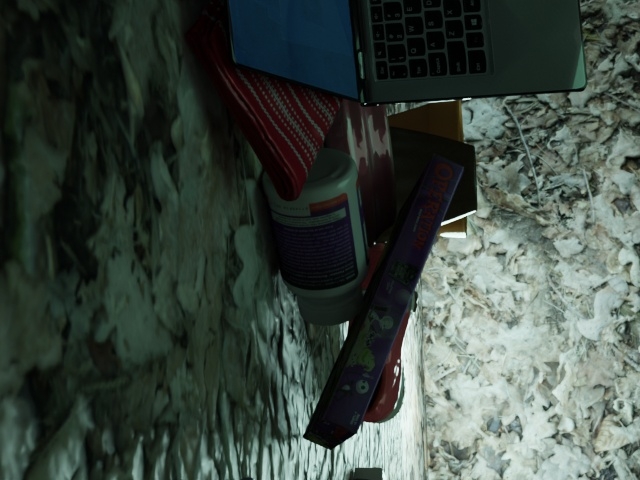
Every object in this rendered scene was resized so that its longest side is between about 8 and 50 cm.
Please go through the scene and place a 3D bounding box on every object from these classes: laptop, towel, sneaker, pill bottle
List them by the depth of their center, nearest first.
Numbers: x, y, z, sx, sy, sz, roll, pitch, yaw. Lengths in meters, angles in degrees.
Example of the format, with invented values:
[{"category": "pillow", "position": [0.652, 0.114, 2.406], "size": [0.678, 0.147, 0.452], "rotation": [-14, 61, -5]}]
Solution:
[{"category": "laptop", "position": [0.096, -0.345, 0.868], "size": [0.236, 0.408, 0.381], "rotation": [163, -78, -83]}, {"category": "towel", "position": [-0.027, -0.195, 0.875], "size": [0.199, 0.031, 0.274], "rotation": [60, 37, -35]}, {"category": "pill bottle", "position": [0.000, 0.000, 1.019], "size": [0.108, 0.108, 0.193], "rotation": [-76, 160, -56]}, {"category": "sneaker", "position": [0.097, 0.154, 1.460], "size": [0.136, 0.116, 0.313], "rotation": [10, 79, -76]}]

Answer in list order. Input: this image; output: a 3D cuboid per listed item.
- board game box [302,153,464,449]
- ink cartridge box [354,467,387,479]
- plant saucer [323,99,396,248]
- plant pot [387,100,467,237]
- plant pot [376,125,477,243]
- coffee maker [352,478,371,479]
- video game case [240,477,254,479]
[{"category": "board game box", "position": [0.075, 0.083, 1.085], "size": [0.208, 0.056, 0.346], "rotation": [99, 15, -70]}, {"category": "ink cartridge box", "position": [0.090, 0.456, 1.521], "size": [0.122, 0.052, 0.088], "rotation": [69, 22, -55]}, {"category": "plant saucer", "position": [0.044, -0.140, 1.187], "size": [0.332, 0.084, 0.332], "rotation": [-8, 90, -89]}, {"category": "plant pot", "position": [0.191, -0.144, 1.787], "size": [0.291, 0.204, 0.290], "rotation": [-3, 90, -80]}, {"category": "plant pot", "position": [0.139, -0.096, 1.435], "size": [0.215, 0.231, 0.215], "rotation": [-3, 90, -79]}, {"category": "coffee maker", "position": [0.048, 0.403, 1.141], "size": [0.178, 0.120, 0.171], "rotation": [45, 45, -73]}, {"category": "video game case", "position": [-0.080, 0.304, 0.779], "size": [0.166, 0.015, 0.119], "rotation": [-53, 140, -73]}]
